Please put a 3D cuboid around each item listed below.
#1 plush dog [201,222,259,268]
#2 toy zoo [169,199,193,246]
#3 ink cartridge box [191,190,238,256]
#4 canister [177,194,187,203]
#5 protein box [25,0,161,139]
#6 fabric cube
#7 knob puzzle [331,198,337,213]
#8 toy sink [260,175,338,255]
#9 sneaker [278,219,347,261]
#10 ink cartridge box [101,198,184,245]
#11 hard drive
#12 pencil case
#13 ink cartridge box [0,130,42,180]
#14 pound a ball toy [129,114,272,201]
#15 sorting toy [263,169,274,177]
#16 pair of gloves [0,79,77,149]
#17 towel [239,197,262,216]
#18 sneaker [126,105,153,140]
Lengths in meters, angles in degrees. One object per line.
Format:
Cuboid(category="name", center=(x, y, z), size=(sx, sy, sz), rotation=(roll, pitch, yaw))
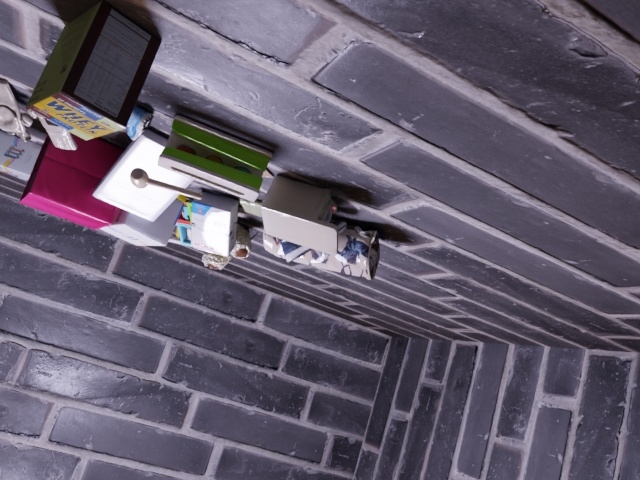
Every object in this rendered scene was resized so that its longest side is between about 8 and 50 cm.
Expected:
Cuboid(category="plush dog", center=(-0.393, -0.038, 2.353), size=(0.263, 0.210, 0.225), rotation=(-23, 123, 41))
Cuboid(category="toy zoo", center=(-0.546, -0.074, 2.332), size=(0.294, 0.192, 0.030), rotation=(11, -152, 36))
Cuboid(category="ink cartridge box", center=(-0.382, -0.058, 2.153), size=(0.148, 0.085, 0.203), rotation=(15, 127, 6))
Cuboid(category="canister", center=(-0.560, -0.188, 2.111), size=(0.126, 0.073, 0.170), rotation=(14, 164, 13))
Cuboid(category="protein box", center=(-0.453, -0.329, 1.192), size=(0.136, 0.201, 0.200), rotation=(29, 161, -39))
Cuboid(category="fabric cube", center=(-0.796, -0.204, 1.959), size=(0.258, 0.258, 0.254), rotation=(23, 164, -29))
Cuboid(category="knob puzzle", center=(-0.032, -0.115, 1.859), size=(0.213, 0.029, 0.213), rotation=(16, 165, 4))
Cuboid(category="toy sink", center=(-0.040, -0.076, 1.758), size=(0.234, 0.131, 0.152), rotation=(17, 151, 12))
Cuboid(category="sneaker", center=(-0.043, -0.052, 1.877), size=(0.226, 0.163, 0.086), rotation=(-28, 174, 13))
Cuboid(category="ink cartridge box", center=(-0.624, -0.088, 2.071), size=(0.168, 0.171, 0.233), rotation=(32, 159, -37))
Cuboid(category="hard drive", center=(-0.521, -0.190, 1.814), size=(0.210, 0.040, 0.319), rotation=(27, 133, -32))
Cuboid(category="pencil case", center=(0.000, 0.000, 1.994), size=(0.411, 0.160, 0.183), rotation=(14, 121, 16))
Cuboid(category="ink cartridge box", center=(-1.115, -0.304, 2.203), size=(0.176, 0.127, 0.128), rotation=(21, 166, -13))
Cuboid(category="pound a ball toy", center=(-0.315, -0.182, 1.578), size=(0.320, 0.208, 0.136), rotation=(20, 165, -12))
Cuboid(category="sorting toy", center=(-0.183, -0.200, 1.749), size=(0.083, 0.012, 0.062), rotation=(6, 167, 25))
Cuboid(category="pair of gloves", center=(-0.836, -0.353, 1.718), size=(0.240, 0.042, 0.204), rotation=(15, 140, 3))
Cuboid(category="towel", center=(-0.224, -0.112, 2.098), size=(0.110, 0.027, 0.148), rotation=(15, 166, 6))
Cuboid(category="sneaker", center=(-0.496, -0.323, 1.595), size=(0.073, 0.063, 0.162), rotation=(40, 155, -14))
